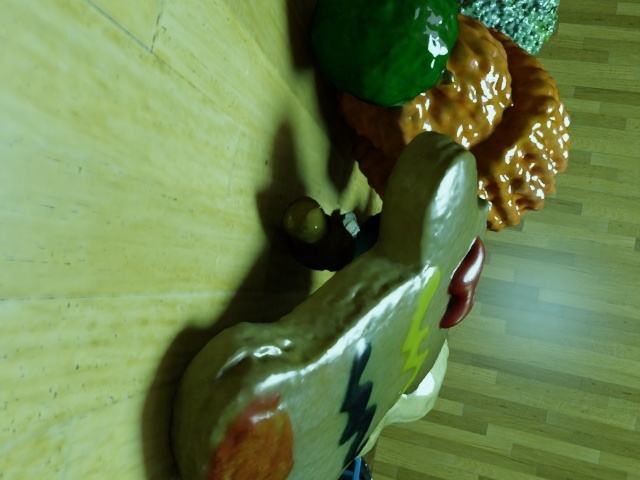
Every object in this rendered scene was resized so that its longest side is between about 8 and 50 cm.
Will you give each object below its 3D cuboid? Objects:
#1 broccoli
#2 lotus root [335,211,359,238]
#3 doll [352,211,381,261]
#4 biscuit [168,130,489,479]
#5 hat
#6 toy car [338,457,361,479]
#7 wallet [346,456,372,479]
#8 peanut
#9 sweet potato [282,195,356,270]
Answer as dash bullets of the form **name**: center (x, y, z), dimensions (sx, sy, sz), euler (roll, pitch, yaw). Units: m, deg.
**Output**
- **broccoli**: center (0.238, -0.462, 0.920), dimensions (0.249, 0.302, 0.375), euler (-28, 102, -47)
- **lotus root**: center (0.032, -0.018, 0.755), dimensions (0.037, 0.030, 0.083), euler (67, 16, -5)
- **doll**: center (0.151, 0.022, 0.916), dimensions (0.322, 0.198, 0.186), euler (-60, 151, -56)
- **biscuit**: center (0.045, 0.111, 0.505), dimensions (0.394, 0.076, 0.368), euler (-38, 144, -34)
- **hat**: center (0.100, -0.157, 0.621), dimensions (0.400, 0.285, 0.285), euler (16, 84, -45)
- **toy car**: center (0.013, 0.383, 0.837), dimensions (0.191, 0.097, 0.100), euler (50, 51, -73)
- **wallet**: center (0.071, 0.521, 1.162), dimensions (0.146, 0.030, 0.285), euler (52, -23, 41)
- **peanut**: center (0.108, 0.237, 0.861), dimensions (0.319, 0.147, 0.147), euler (-30, 134, -41)
- **sweet potato**: center (0.000, 0.000, 0.560), dimensions (0.274, 0.067, 0.067), euler (52, 50, -76)
